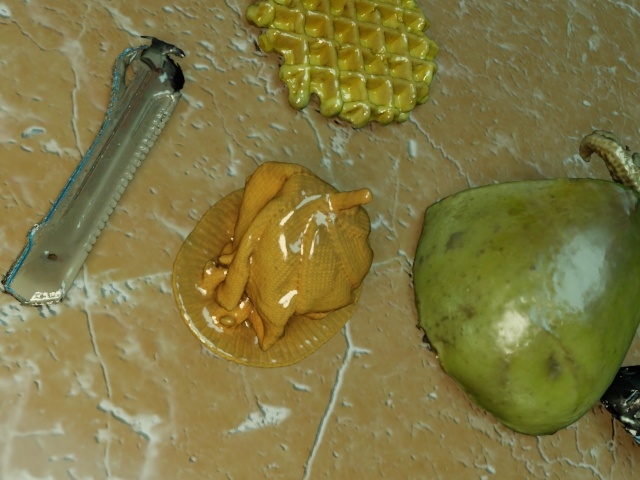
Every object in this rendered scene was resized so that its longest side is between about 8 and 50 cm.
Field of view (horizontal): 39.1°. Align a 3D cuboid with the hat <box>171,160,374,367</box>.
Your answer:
[{"bbox_3d":[0.000,0.000,0.966,0.244,0.233,0.233,18,60,-23],"label":"hat"}]

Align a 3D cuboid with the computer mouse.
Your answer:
[{"bbox_3d":[0.488,0.233,1.226,0.242,0.077,0.146,27,38,2],"label":"computer mouse"}]

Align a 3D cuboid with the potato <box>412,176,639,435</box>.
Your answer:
[{"bbox_3d":[0.299,0.083,1.133,0.330,0.213,0.280,23,56,-20],"label":"potato"}]

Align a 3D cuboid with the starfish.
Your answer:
[{"bbox_3d":[0.531,-0.019,1.370,0.432,0.082,0.324,14,40,-56],"label":"starfish"}]

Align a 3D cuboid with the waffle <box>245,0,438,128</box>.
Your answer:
[{"bbox_3d":[0.042,-0.282,1.240,0.283,0.065,0.309,45,50,-7],"label":"waffle"}]

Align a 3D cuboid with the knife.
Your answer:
[{"bbox_3d":[-0.237,-0.080,0.979,0.089,0.043,0.365,13,58,11],"label":"knife"}]
